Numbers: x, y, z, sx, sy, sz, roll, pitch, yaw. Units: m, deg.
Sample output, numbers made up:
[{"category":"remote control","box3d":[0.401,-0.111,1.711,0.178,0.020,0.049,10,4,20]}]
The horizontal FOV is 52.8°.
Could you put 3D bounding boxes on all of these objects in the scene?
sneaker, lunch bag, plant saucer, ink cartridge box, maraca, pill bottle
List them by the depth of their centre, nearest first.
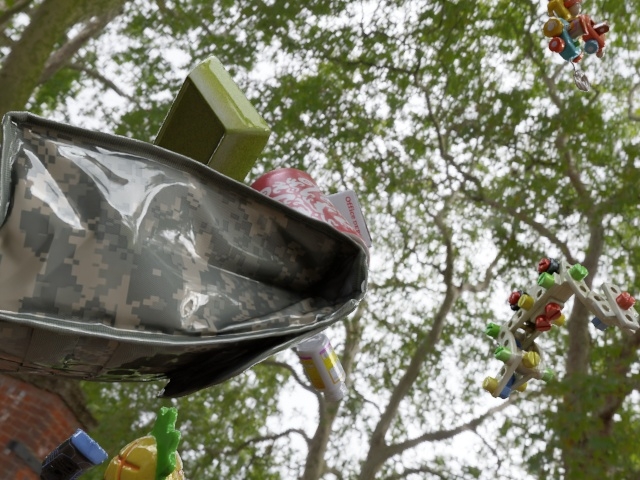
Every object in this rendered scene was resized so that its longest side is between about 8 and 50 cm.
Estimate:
[{"category":"lunch bag","box3d":[-0.130,0.042,0.539,0.287,0.168,0.235,13,-21,-25]},{"category":"pill bottle","box3d":[0.004,0.161,0.813,0.043,0.043,0.083,-7,-65,39]},{"category":"maraca","box3d":[-0.218,0.298,0.815,0.099,0.127,0.185,18,-70,-30]},{"category":"plant saucer","box3d":[-0.170,-0.140,0.911,0.188,0.045,0.188,-54,-125,28]},{"category":"ink cartridge box","box3d":[0.002,-0.012,0.914,0.052,0.123,0.088,114,-41,-79]},{"category":"sneaker","box3d":[-0.462,0.412,1.194,0.081,0.090,0.232,45,-35,-4]}]

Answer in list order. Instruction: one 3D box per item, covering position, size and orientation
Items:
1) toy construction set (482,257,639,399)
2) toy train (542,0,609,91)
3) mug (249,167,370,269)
[{"category":"toy construction set","box3d":[0.451,0.163,1.270,0.151,0.215,0.328,39,-55,-14]},{"category":"toy train","box3d":[0.352,-0.276,0.860,0.125,0.166,0.046,43,-45,-15]},{"category":"mug","box3d":[-0.002,-0.008,0.773,0.169,0.150,0.113,-133,-141,-56]}]
